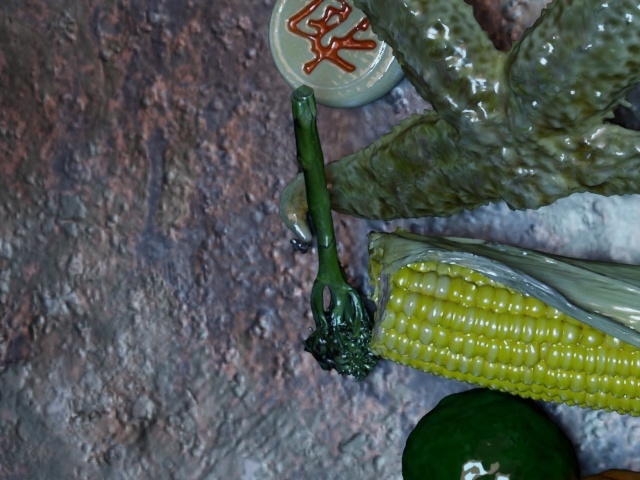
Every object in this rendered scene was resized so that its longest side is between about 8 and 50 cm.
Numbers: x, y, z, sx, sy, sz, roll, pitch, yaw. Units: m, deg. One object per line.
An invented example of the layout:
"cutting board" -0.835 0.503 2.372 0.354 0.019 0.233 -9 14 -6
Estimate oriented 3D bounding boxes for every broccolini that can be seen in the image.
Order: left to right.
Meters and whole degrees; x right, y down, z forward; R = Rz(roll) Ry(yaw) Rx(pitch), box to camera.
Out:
"broccolini" 0.000 0.005 1.494 0.071 0.057 0.254 -10 122 6

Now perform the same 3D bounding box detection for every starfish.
"starfish" 0.094 -0.130 1.386 0.432 0.082 0.324 3 126 42

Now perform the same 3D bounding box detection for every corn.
"corn" 0.176 0.058 1.445 0.305 0.123 0.122 11 120 5

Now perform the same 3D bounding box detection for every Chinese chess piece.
"Chinese chess piece" 0.018 -0.167 1.548 0.122 0.051 0.122 0 91 17

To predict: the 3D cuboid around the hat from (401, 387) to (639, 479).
"hat" 0.234 0.273 1.422 0.285 0.285 0.400 -32 56 16
